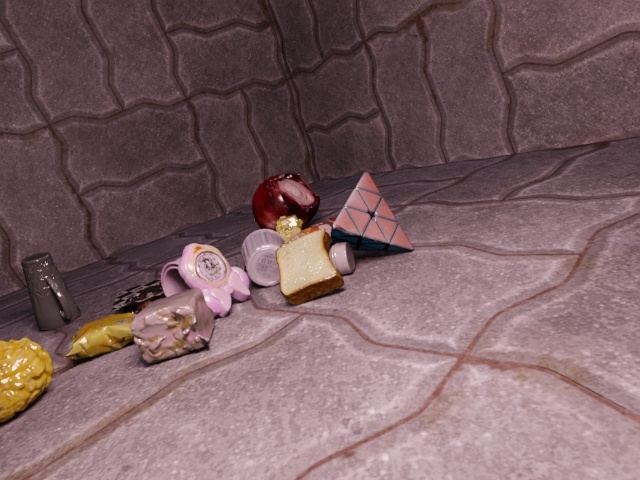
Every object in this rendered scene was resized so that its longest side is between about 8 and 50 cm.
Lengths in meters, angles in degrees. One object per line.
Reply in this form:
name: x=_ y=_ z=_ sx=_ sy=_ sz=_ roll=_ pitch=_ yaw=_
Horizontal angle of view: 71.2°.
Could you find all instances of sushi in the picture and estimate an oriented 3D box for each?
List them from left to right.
sushi: x=-0.631 y=0.206 z=1.706 sx=0.294 sy=0.059 sz=0.292 roll=-20 pitch=14 yaw=-16

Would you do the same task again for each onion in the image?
onion: x=-0.189 y=-0.174 z=2.214 sx=0.341 sy=0.341 sz=0.341 roll=-15 pitch=13 yaw=4

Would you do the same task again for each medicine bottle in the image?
medicine bottle: x=0.016 y=0.067 z=1.423 sx=0.168 sy=0.105 sz=0.105 roll=-12 pitch=14 yaw=17

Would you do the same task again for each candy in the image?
candy: x=-0.382 y=0.221 z=1.192 sx=0.185 sy=0.137 sz=0.195 roll=-16 pitch=11 yaw=-2

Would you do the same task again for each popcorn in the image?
popcorn: x=-0.783 y=0.331 z=1.074 sx=0.226 sy=0.203 sz=0.200 roll=-36 pitch=6 yaw=-8

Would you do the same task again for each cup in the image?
cup: x=-0.200 y=0.086 z=1.572 sx=0.167 sy=0.221 sz=0.202 roll=16 pitch=10 yaw=-14

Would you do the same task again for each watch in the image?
watch: x=-0.377 y=0.146 z=1.434 sx=0.217 sy=0.248 sz=0.211 roll=-39 pitch=-2 yaw=38

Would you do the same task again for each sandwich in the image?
sandwich: x=-0.038 y=0.076 z=1.316 sx=0.186 sy=0.065 sz=0.214 roll=-25 pitch=42 yaw=5

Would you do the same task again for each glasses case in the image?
glasses case: x=0.000 y=0.000 z=1.672 sx=0.122 sy=0.082 sz=0.321 roll=33 pitch=32 yaw=20

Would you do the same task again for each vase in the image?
vase: x=-1.061 y=0.202 z=1.752 sx=0.251 sy=0.300 sz=0.156 roll=7 pitch=25 yaw=39

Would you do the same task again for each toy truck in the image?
toy truck: x=-0.130 y=-0.034 z=1.890 sx=0.124 sy=0.157 sz=0.272 roll=-16 pitch=14 yaw=0

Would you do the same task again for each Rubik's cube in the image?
Rubik's cube: x=0.133 y=-0.051 z=1.465 sx=0.228 sy=0.228 sz=0.233 roll=-27 pitch=33 yaw=-7

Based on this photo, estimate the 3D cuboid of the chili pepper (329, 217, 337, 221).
chili pepper: x=0.071 y=-0.075 z=2.031 sx=0.063 sy=0.071 sz=0.272 roll=-55 pitch=8 yaw=3

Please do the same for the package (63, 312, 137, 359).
package: x=-0.639 y=0.282 z=1.333 sx=0.226 sy=0.090 sz=0.168 roll=-19 pitch=15 yaw=-22

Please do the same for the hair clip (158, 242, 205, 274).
hair clip: x=-0.602 y=0.109 z=2.033 sx=0.137 sy=0.090 sz=0.278 roll=-7 pitch=21 yaw=32
